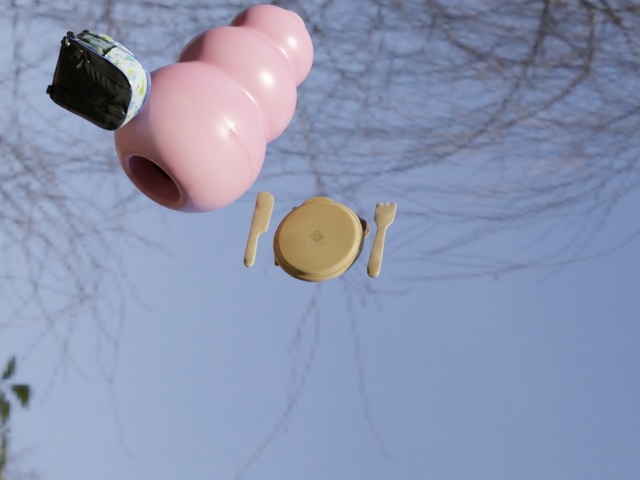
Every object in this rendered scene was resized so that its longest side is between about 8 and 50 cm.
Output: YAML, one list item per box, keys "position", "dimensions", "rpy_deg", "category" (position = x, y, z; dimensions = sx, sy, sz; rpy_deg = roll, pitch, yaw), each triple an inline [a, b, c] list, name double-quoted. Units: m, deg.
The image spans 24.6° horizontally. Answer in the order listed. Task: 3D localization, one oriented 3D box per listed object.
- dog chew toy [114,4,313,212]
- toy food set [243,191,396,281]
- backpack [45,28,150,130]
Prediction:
- position: [-0.130, -0.195, 1.999]
  dimensions: [0.206, 0.206, 0.332]
  rpy_deg: [2, -134, 48]
  category: "dog chew toy"
- position: [0.000, 0.000, 1.954]
  dimensions: [0.192, 0.038, 0.132]
  rpy_deg: [6, -118, 15]
  category: "toy food set"
- position: [-0.272, -0.203, 1.859]
  dimensions: [0.114, 0.084, 0.105]
  rpy_deg: [32, -56, 12]
  category: "backpack"
